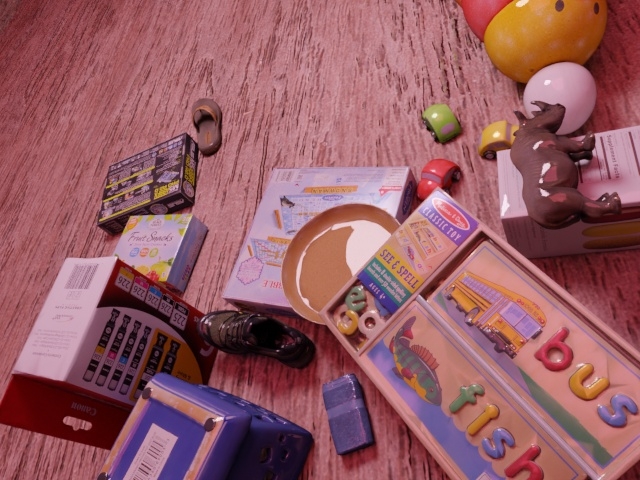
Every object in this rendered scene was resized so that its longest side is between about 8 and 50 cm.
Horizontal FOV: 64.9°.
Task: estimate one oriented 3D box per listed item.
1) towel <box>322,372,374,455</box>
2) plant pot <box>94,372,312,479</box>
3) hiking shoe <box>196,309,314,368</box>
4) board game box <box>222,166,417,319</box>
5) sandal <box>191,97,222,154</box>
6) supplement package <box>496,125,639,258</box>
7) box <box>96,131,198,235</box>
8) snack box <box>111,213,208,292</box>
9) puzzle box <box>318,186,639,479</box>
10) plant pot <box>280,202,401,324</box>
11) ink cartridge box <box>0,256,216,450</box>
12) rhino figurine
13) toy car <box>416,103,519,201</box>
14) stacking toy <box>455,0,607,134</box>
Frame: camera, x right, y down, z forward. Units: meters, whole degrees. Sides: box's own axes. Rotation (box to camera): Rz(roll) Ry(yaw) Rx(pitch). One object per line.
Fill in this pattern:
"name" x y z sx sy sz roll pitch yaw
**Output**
"towel" 0.044 0.280 0.811 0.067 0.029 0.119 -25 51 13
"plant pot" -0.189 0.347 0.775 0.236 0.212 0.235 12 67 33
"hiking shoe" -0.125 0.158 0.901 0.227 0.114 0.086 9 60 15
"board game box" 0.000 0.000 0.991 0.319 0.066 0.317 5 63 30
"sandal" -0.321 -0.325 1.378 0.090 0.060 0.219 -22 52 14
"supplement package" 0.408 -0.069 0.767 0.244 0.139 0.133 -8 57 26
"box" -0.457 -0.151 1.340 0.270 0.060 0.216 -19 54 17
"snack box" -0.387 0.028 1.180 0.207 0.070 0.174 1 61 28
"puzzle box" 0.211 0.148 0.671 0.272 0.052 0.409 -48 58 8
"plant pot" 0.042 0.041 0.879 0.237 0.032 0.236 -13 56 20
"ink cartridge box" -0.338 0.218 0.875 0.130 0.309 0.271 -2 60 27
"rhino figurine" 0.325 -0.117 0.705 0.107 0.073 0.243 -13 54 18
"toy car" 0.260 -0.205 0.991 0.239 0.053 0.224 -30 51 8
"stacking toy" 0.418 -0.418 0.938 0.351 0.351 0.479 -13 73 21
